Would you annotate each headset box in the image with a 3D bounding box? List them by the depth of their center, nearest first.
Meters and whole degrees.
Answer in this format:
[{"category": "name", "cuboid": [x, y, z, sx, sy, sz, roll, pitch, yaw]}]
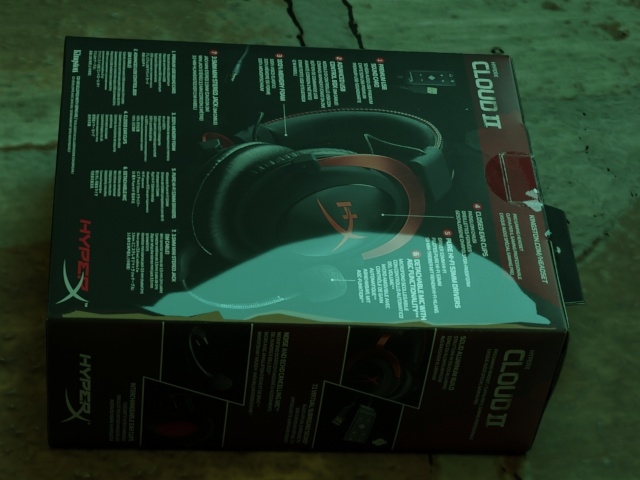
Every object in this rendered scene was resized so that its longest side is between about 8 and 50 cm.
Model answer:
[{"category": "headset box", "cuboid": [0.000, 0.000, 0.932, 0.293, 0.110, 0.218, 1, 47, -7]}]
